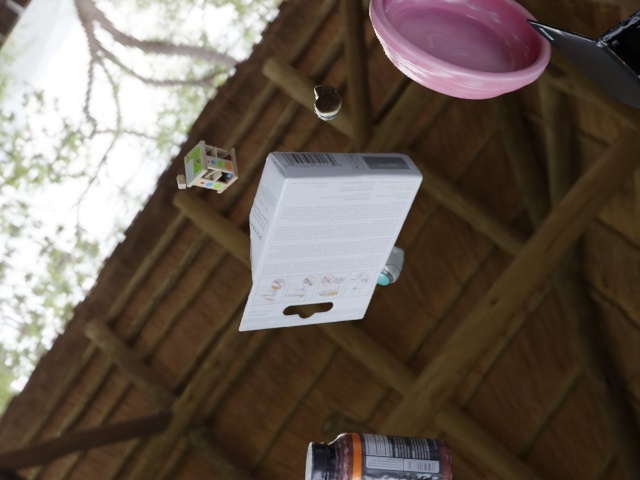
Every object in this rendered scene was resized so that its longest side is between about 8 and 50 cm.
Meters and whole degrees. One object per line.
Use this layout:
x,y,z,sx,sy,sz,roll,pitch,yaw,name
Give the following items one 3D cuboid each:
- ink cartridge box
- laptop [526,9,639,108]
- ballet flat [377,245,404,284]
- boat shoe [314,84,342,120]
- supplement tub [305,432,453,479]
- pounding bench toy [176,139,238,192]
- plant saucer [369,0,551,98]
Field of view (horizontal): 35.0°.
0.000,0.000,1.234,0.066,0.189,0.232,60,-39,38,ink cartridge box
0.482,-0.289,1.468,0.264,0.234,0.137,-33,-137,33,laptop
0.025,-0.004,1.512,0.072,0.213,0.068,114,1,-69,ballet flat
0.016,-0.262,1.992,0.152,0.056,0.049,-91,175,-63,boat shoe
0.080,0.326,1.428,0.106,0.197,0.106,-175,-90,-84,supplement tub
-0.168,-0.101,1.514,0.083,0.065,0.052,-36,-127,43,pounding bench toy
0.241,-0.360,1.810,0.332,0.332,0.084,-77,-175,-47,plant saucer
